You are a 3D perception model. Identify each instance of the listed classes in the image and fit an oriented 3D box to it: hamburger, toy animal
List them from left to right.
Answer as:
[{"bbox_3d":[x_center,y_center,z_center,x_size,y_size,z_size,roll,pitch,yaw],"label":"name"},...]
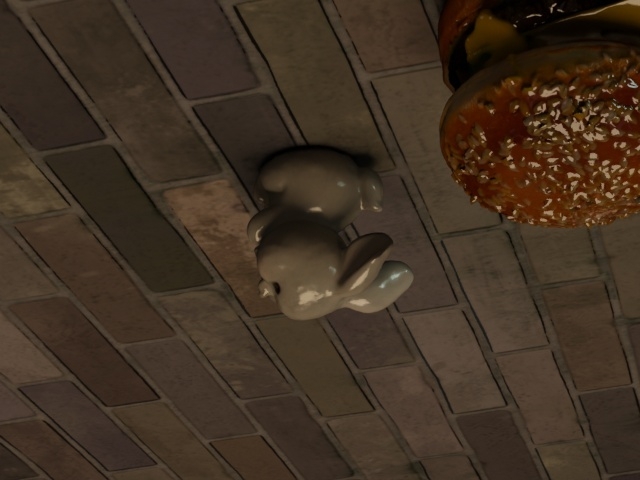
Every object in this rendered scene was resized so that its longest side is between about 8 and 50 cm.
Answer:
[{"bbox_3d":[0.005,-0.007,2.086,0.178,0.193,0.127,-14,152,3],"label":"toy animal"},{"bbox_3d":[0.254,-0.146,1.798,0.291,0.225,0.291,-2,150,-1],"label":"hamburger"}]
